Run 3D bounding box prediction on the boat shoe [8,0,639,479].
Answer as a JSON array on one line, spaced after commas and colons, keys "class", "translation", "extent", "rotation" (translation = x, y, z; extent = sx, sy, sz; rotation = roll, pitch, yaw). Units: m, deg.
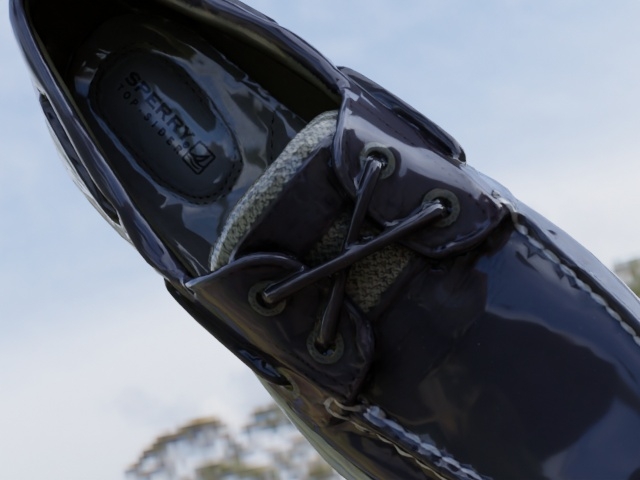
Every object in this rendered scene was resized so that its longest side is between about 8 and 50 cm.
[{"class": "boat shoe", "translation": [0.000, 0.000, 0.536], "extent": [0.103, 0.285, 0.092], "rotation": [-49, -30, -1]}]
